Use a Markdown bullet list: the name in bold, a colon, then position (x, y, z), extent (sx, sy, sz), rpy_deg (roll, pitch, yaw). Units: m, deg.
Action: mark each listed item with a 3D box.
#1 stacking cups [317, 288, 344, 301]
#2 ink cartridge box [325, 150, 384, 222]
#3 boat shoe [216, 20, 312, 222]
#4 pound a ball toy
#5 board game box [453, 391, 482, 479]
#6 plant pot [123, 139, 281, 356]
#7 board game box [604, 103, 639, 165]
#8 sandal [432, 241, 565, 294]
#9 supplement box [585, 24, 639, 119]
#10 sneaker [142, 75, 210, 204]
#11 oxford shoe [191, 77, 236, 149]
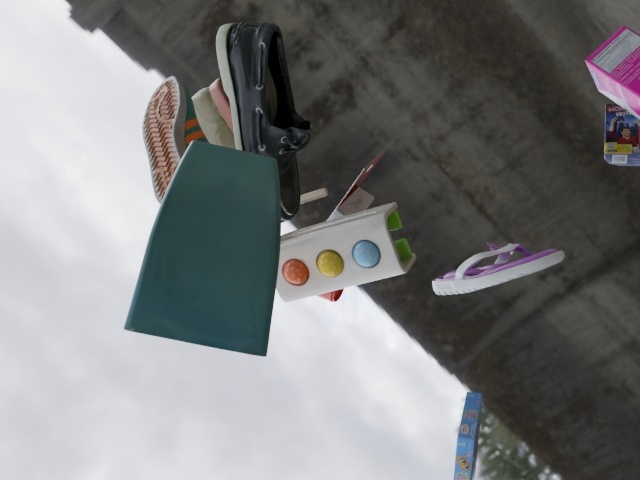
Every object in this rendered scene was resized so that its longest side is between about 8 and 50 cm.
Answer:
- **stacking cups**: position (-0.093, 0.052, 2.050), extent (0.316, 0.096, 0.096), rpy_deg (19, -176, 21)
- **ink cartridge box**: position (0.084, -0.088, 2.156), extent (0.060, 0.239, 0.275), rpy_deg (38, -160, 2)
- **boat shoe**: position (-0.070, -0.192, 1.456), extent (0.127, 0.113, 0.340), rpy_deg (-35, -63, -62)
- **pound a ball toy**: position (0.000, 0.000, 1.765), extent (0.208, 0.319, 0.136), rpy_deg (69, -154, -12)
- **board game box**: position (0.296, 0.440, 1.801), extent (0.160, 0.039, 0.212), rpy_deg (-57, -30, -62)
- **plant pot**: position (-0.130, 0.007, 1.092), extent (0.165, 0.235, 0.165), rpy_deg (13, 176, -9)
- **board game box**: position (0.719, -0.243, 1.935), extent (0.060, 0.194, 0.194), rpy_deg (71, -153, -51)
- **sandal**: position (0.413, 0.059, 2.206), extent (0.169, 0.416, 0.102), rpy_deg (-19, -91, -37)
- **supplement box**: position (0.654, -0.318, 1.781), extent (0.111, 0.114, 0.220), rpy_deg (43, -173, -46)
- **sneaker**: position (-0.264, -0.176, 1.728), extent (0.121, 0.108, 0.302), rpy_deg (28, -136, -48)
- **oxford shoe**: position (-0.230, -0.231, 2.404), extent (0.397, 0.146, 0.140), rpy_deg (66, -160, 1)
